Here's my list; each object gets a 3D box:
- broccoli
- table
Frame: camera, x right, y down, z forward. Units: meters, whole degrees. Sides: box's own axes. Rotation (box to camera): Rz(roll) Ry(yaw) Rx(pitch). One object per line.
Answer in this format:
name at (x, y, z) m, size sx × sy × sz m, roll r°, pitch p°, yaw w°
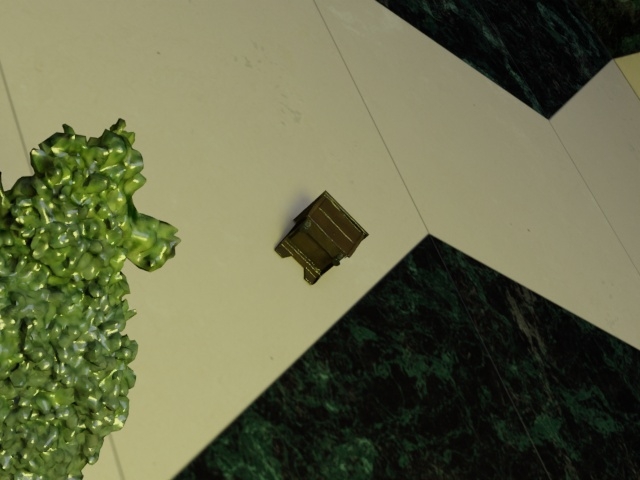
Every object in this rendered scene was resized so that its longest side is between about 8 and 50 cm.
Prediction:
broccoli at (-0.290, 0.097, 0.655) m, size 0.353 × 0.397 × 0.274 m, roll -30°, pitch 109°, yaw -28°
table at (0.000, 0.000, 1.174) m, size 0.083 × 0.070 × 0.082 m, roll 46°, pitch 35°, yaw -6°
